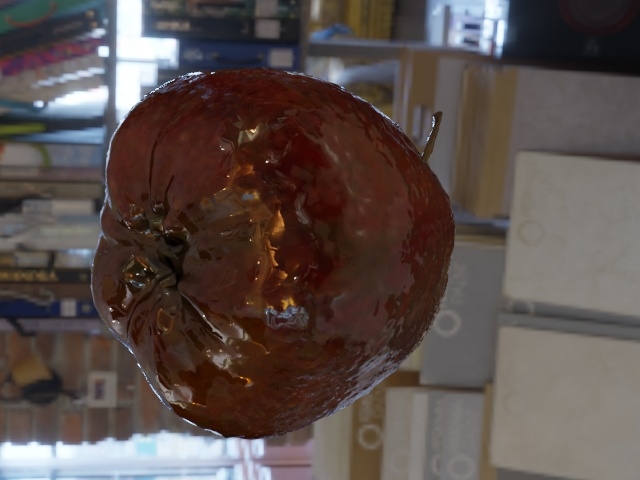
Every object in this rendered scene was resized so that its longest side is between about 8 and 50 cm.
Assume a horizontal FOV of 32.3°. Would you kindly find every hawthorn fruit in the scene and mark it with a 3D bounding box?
[{"bbox_3d":[0.000,0.000,0.509,0.163,0.203,0.162,6,99,46],"label":"hawthorn fruit"}]
